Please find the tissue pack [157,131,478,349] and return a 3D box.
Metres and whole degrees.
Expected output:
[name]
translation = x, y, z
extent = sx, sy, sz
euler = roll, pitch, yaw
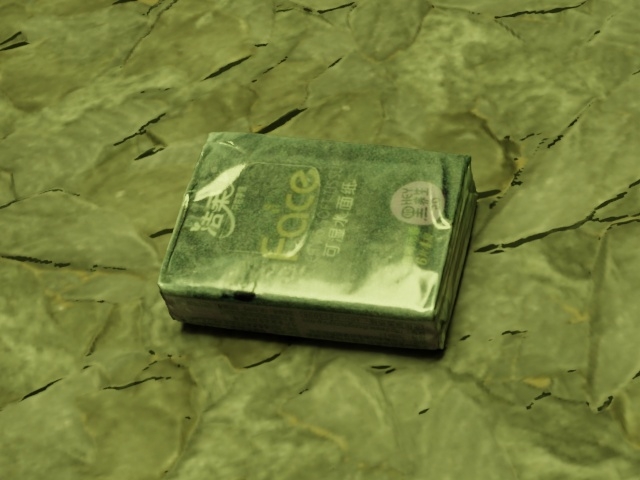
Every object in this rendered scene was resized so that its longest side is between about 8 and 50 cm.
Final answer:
[tissue pack]
translation = 0.000, 0.000, 0.896
extent = 0.156, 0.051, 0.112
euler = 5, 54, 16
